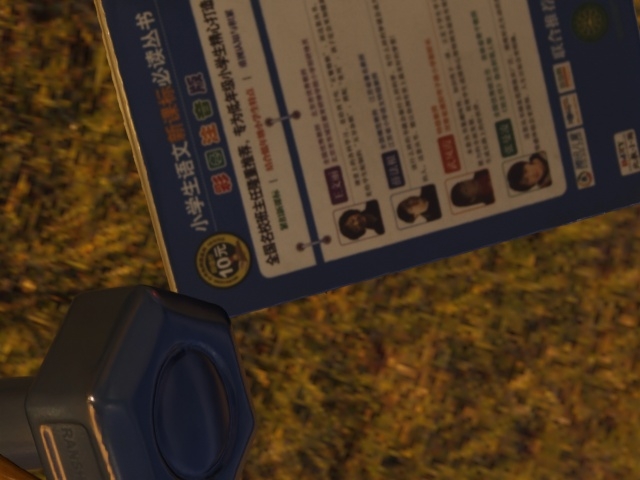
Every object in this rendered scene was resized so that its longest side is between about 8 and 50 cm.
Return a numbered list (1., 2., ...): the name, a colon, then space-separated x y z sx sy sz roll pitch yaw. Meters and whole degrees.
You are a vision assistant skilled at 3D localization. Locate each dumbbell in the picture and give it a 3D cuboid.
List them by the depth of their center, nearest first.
1. dumbbell: -0.202 0.114 1.008 0.144 0.316 0.156 56 39 -38

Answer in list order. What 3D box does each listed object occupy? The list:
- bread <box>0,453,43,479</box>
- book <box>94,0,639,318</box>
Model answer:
1. bread: -0.168 0.156 0.658 0.152 0.288 0.119 -56 176 -34
2. book: 0.056 -0.122 1.337 0.428 0.039 0.300 -15 101 -9
